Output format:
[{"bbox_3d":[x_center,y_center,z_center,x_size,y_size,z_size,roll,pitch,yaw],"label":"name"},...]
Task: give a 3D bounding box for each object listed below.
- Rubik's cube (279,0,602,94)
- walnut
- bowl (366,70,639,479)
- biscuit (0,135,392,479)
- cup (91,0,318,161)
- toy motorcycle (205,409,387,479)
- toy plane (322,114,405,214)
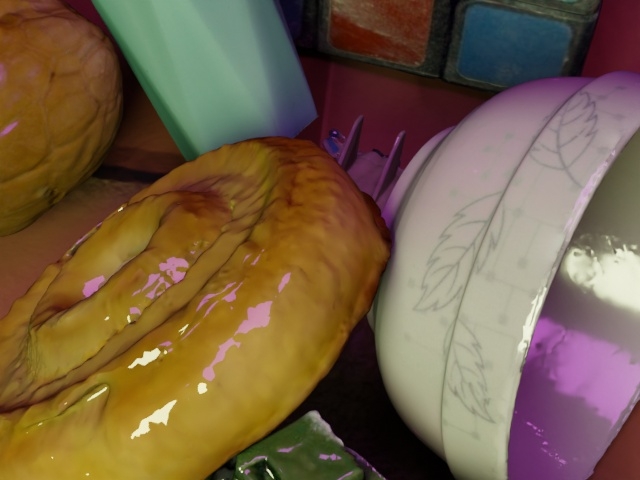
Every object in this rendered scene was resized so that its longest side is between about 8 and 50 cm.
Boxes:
[{"bbox_3d":[0.099,-0.374,1.042,0.359,0.363,0.362,14,56,4],"label":"Rubik's cube"},{"bbox_3d":[-0.232,-0.094,0.902,0.167,0.167,0.207,30,52,14],"label":"walnut"},{"bbox_3d":[0.130,0.021,0.807,0.144,0.287,0.287,22,51,30],"label":"bowl"},{"bbox_3d":[-0.100,0.043,0.753,0.102,0.296,0.296,53,51,-24],"label":"biscuit"},{"bbox_3d":[-0.093,-0.174,0.923,0.134,0.235,0.148,-21,18,13],"label":"cup"},{"bbox_3d":[-0.003,0.185,0.699,0.275,0.205,0.127,42,59,15],"label":"toy motorcycle"},{"bbox_3d":[-0.001,0.008,0.903,0.192,0.088,0.262,23,51,14],"label":"toy plane"}]
